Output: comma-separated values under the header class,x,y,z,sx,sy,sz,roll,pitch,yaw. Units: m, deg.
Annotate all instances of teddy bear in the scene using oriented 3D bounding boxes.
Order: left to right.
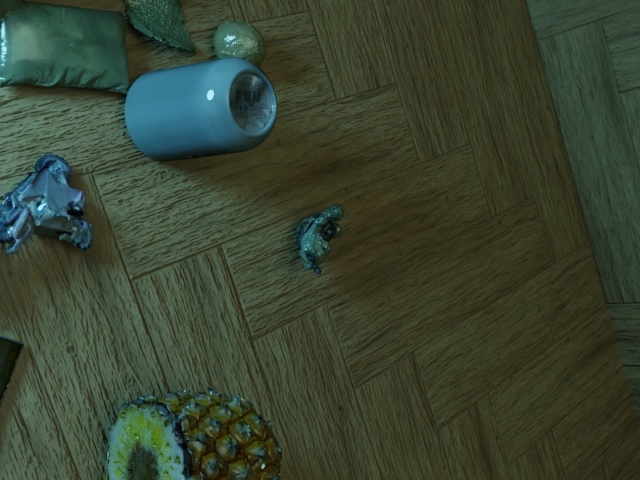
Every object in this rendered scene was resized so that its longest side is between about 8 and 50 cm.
class,x,y,z,sx,sy,sz,roll,pitch,yaw
teddy bear,-0.017,-0.009,1.982,0.213,0.111,0.133,-62,161,-46

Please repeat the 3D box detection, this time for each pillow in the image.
class,x,y,z,sx,sy,sz,roll,pitch,yaw
pillow,-0.541,-0.403,1.629,0.302,0.075,0.185,-5,93,-41

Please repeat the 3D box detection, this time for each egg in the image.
class,x,y,z,sx,sy,sz,roll,pitch,yaw
egg,-0.195,-0.472,1.897,0.140,0.118,0.116,34,22,-22

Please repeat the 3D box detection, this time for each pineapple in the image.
class,x,y,z,sx,sy,sz,roll,pitch,yaw
pineapple,-0.258,0.469,1.613,0.300,0.352,0.352,16,75,-47

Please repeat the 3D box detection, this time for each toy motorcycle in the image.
class,x,y,z,sx,sy,sz,roll,pitch,yaw
toy motorcycle,-0.541,-0.042,1.566,0.204,0.108,0.239,52,57,-23

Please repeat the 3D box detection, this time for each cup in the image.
class,x,y,z,sx,sy,sz,roll,pitch,yaw
cup,-0.253,-0.280,1.683,0.205,0.312,0.205,-2,92,-47

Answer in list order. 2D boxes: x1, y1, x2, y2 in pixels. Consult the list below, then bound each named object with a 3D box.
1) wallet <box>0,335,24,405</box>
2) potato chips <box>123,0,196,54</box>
class,x,y,z,sx,sy,sz,roll,pitch,yaw
wallet,-0.668,0.295,1.478,0.137,0.031,0.255,27,68,-33
potato chips,-0.370,-0.529,1.794,0.167,0.059,0.228,-27,97,-44
